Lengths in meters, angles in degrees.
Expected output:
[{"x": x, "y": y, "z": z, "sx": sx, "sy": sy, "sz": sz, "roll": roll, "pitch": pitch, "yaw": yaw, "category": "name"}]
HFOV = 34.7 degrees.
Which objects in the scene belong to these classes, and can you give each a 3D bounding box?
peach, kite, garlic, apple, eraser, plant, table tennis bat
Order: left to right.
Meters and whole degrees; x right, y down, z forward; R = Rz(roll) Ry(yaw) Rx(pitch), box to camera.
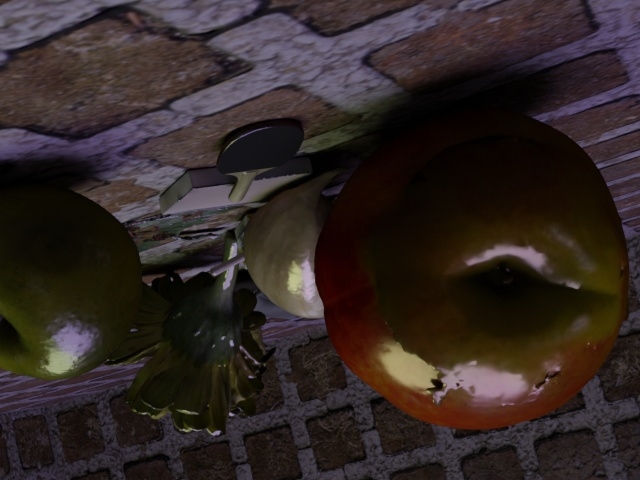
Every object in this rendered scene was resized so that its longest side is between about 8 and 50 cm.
[{"x": -0.262, "y": 0.035, "z": 0.963, "sx": 0.196, "sy": 0.196, "sz": 0.157, "roll": -27, "pitch": -157, "yaw": 52, "category": "apple"}, {"x": -0.225, "y": -0.003, "z": 1.332, "sx": 0.323, "sy": 0.013, "sz": 0.267, "roll": -21, "pitch": 168, "yaw": 39, "category": "kite"}, {"x": -0.156, "y": 0.137, "z": 1.562, "sx": 0.297, "sy": 0.306, "sz": 0.261, "roll": -43, "pitch": 134, "yaw": 10, "category": "plant"}, {"x": -0.097, "y": -0.060, "z": 1.152, "sx": 0.150, "sy": 0.023, "sz": 0.104, "roll": -9, "pitch": 169, "yaw": -30, "category": "eraser"}, {"x": -0.068, "y": -0.079, "z": 1.041, "sx": 0.087, "sy": 0.013, "sz": 0.156, "roll": -11, "pitch": 160, "yaw": -25, "category": "table tennis bat"}, {"x": -0.012, "y": 0.007, "z": 1.249, "sx": 0.164, "sy": 0.145, "sz": 0.245, "roll": -36, "pitch": 158, "yaw": -3, "category": "garlic"}, {"x": 0.160, "y": 0.033, "z": 1.122, "sx": 0.370, "sy": 0.370, "sz": 0.370, "roll": -14, "pitch": 171, "yaw": -2, "category": "peach"}]

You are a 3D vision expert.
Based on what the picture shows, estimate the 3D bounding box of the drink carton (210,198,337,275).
[{"x": -0.061, "y": -0.004, "z": 1.385, "sx": 0.200, "sy": 0.075, "sz": 0.084, "roll": -10, "pitch": 167, "yaw": -23, "category": "drink carton"}]

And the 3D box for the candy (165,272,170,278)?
[{"x": -0.280, "y": 0.094, "z": 1.752, "sx": 0.060, "sy": 0.060, "sz": 0.201, "roll": -10, "pitch": 161, "yaw": -25, "category": "candy"}]

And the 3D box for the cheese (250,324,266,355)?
[{"x": -0.174, "y": 0.190, "z": 2.084, "sx": 0.093, "sy": 0.167, "sz": 0.123, "roll": -5, "pitch": 164, "yaw": -37, "category": "cheese"}]

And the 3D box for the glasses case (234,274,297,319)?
[{"x": -0.108, "y": 0.102, "z": 1.936, "sx": 0.128, "sy": 0.083, "sz": 0.308, "roll": -25, "pitch": 167, "yaw": 23, "category": "glasses case"}]
